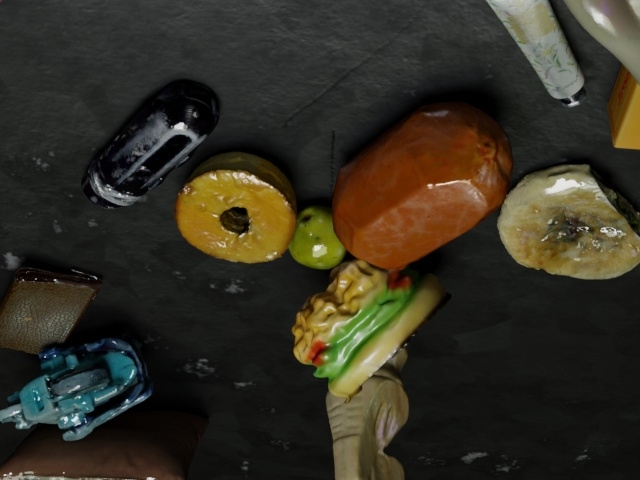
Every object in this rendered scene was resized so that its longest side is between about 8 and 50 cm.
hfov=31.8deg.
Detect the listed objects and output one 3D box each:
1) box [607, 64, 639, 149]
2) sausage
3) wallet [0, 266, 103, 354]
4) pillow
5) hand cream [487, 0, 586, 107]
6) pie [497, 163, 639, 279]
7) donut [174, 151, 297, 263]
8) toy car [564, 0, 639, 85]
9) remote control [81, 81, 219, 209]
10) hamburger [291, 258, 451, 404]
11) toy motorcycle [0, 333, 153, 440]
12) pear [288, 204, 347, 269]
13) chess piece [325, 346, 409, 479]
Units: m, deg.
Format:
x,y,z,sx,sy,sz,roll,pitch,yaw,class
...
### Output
x,y,z,sx,sy,sz,roll,pitch,yaw,class
0.476,-0.173,1.243,0.274,0.076,0.174,4,144,0,box
0.121,-0.066,1.365,0.153,0.141,0.268,26,141,-27,sausage
-0.436,0.112,1.744,0.133,0.039,0.243,10,147,-24,wallet
-0.358,0.352,1.895,0.308,0.305,0.108,3,101,1,pillow
0.242,-0.221,1.232,0.067,0.042,0.194,-17,134,28,hand cream
0.330,-0.016,1.490,0.185,0.052,0.218,-22,134,39,pie
-0.105,-0.047,1.468,0.162,0.065,0.178,22,139,-10,donut
0.379,-0.203,1.022,0.242,0.226,0.336,-33,115,21,toy car
-0.221,-0.102,1.414,0.090,0.066,0.266,30,136,-24,remote control
0.058,0.102,1.556,0.149,0.237,0.237,43,139,6,hamburger
-0.389,0.239,1.810,0.260,0.154,0.206,-26,171,41,toy motorcycle
0.000,0.000,1.514,0.092,0.092,0.097,-20,136,29,pear
0.068,0.248,1.664,0.137,0.300,0.137,1,141,1,chess piece
